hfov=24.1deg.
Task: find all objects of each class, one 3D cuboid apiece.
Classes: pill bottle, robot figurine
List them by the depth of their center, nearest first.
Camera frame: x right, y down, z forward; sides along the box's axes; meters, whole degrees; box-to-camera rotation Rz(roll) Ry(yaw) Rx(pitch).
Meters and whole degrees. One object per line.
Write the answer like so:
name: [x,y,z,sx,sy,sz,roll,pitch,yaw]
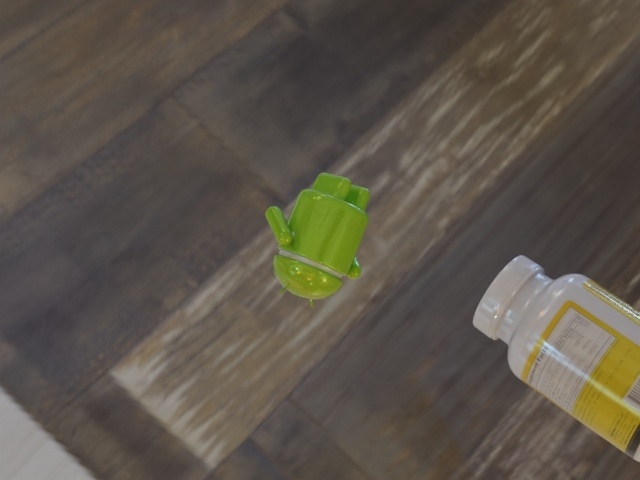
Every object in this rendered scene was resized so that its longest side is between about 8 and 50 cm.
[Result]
pill bottle: [0.222,0.092,1.241,0.184,0.103,0.103,35,53,20]
robot figurine: [0.000,0.000,1.313,0.101,0.067,0.115,26,84,-41]
